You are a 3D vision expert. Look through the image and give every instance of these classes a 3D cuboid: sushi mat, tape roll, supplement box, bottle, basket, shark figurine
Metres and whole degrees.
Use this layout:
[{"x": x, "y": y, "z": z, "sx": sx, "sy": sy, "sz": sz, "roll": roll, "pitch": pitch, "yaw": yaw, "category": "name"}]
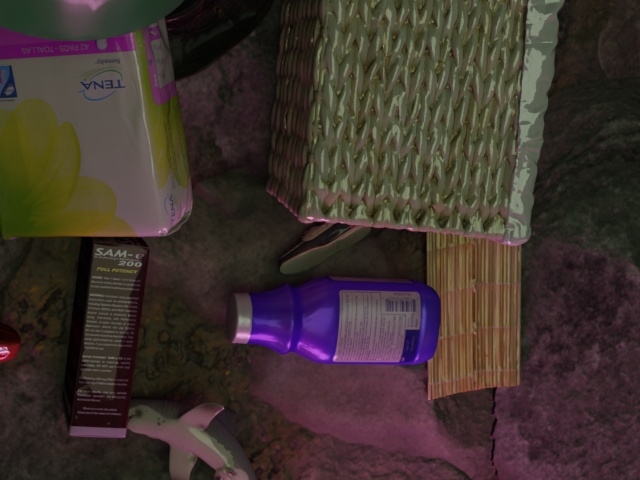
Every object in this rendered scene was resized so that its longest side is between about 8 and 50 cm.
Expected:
[{"x": 0.220, "y": 0.067, "z": 1.517, "sx": 0.152, "sy": 0.019, "sz": 0.316, "roll": -4, "pitch": 101, "yaw": -15, "category": "sushi mat"}, {"x": -0.268, "y": -0.358, "z": 1.097, "sx": 0.321, "sy": 0.077, "sz": 0.321, "roll": 7, "pitch": 61, "yaw": -13, "category": "tape roll"}, {"x": -0.269, "y": 0.109, "z": 1.315, "sx": 0.073, "sy": 0.130, "sz": 0.239, "roll": 5, "pitch": 99, "yaw": -18, "category": "supplement box"}, {"x": 0.018, "y": 0.107, "z": 1.423, "sx": 0.283, "sy": 0.092, "sz": 0.118, "roll": 2, "pitch": 99, "yaw": -17, "category": "bottle"}, {"x": 0.095, "y": -0.184, "z": 1.264, "sx": 0.267, "sy": 0.328, "sz": 0.331, "roll": 5, "pitch": 99, "yaw": -12, "category": "basket"}, {"x": -0.128, "y": 0.284, "z": 1.412, "sx": 0.166, "sy": 0.116, "sz": 0.278, "roll": -33, "pitch": 102, "yaw": 26, "category": "shark figurine"}]

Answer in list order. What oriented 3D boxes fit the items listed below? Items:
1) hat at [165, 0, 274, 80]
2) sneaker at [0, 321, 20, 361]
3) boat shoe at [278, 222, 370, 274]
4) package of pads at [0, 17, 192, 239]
[{"x": -0.181, "y": -0.350, "z": 1.258, "sx": 0.331, "sy": 0.134, "sz": 0.331, "roll": -3, "pitch": 100, "yaw": -16, "category": "hat"}, {"x": -0.480, "y": 0.162, "z": 1.296, "sx": 0.221, "sy": 0.087, "sz": 0.128, "roll": 3, "pitch": 108, "yaw": -5, "category": "sneaker"}, {"x": 0.000, "y": 0.000, "z": 1.426, "sx": 0.137, "sy": 0.049, "sz": 0.043, "roll": -29, "pitch": 65, "yaw": -8, "category": "boat shoe"}, {"x": -0.274, "y": -0.149, "z": 1.221, "sx": 0.229, "sy": 0.101, "sz": 0.296, "roll": 0, "pitch": 110, "yaw": 16, "category": "package of pads"}]
